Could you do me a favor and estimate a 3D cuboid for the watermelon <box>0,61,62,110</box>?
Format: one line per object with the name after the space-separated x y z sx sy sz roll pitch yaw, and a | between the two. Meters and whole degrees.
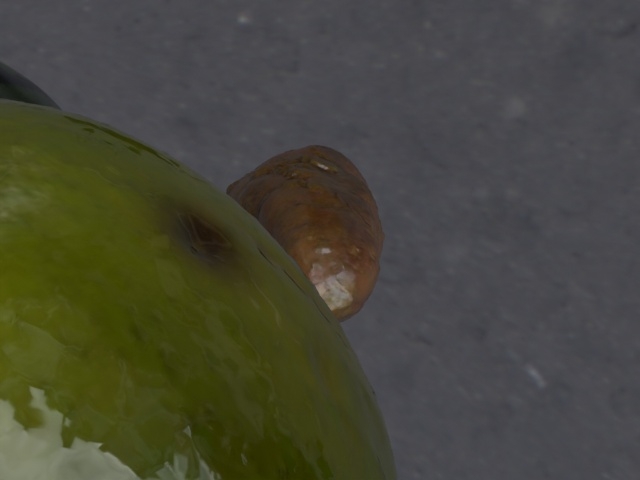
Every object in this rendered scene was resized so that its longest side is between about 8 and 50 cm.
-0.213 -0.002 1.019 0.212 0.212 0.212 -2 97 -13 | watermelon

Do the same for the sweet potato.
-0.012 -0.008 1.222 0.106 0.354 0.095 30 96 0 | sweet potato

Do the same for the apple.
-0.079 0.058 0.419 0.196 0.196 0.157 -28 116 -9 | apple
